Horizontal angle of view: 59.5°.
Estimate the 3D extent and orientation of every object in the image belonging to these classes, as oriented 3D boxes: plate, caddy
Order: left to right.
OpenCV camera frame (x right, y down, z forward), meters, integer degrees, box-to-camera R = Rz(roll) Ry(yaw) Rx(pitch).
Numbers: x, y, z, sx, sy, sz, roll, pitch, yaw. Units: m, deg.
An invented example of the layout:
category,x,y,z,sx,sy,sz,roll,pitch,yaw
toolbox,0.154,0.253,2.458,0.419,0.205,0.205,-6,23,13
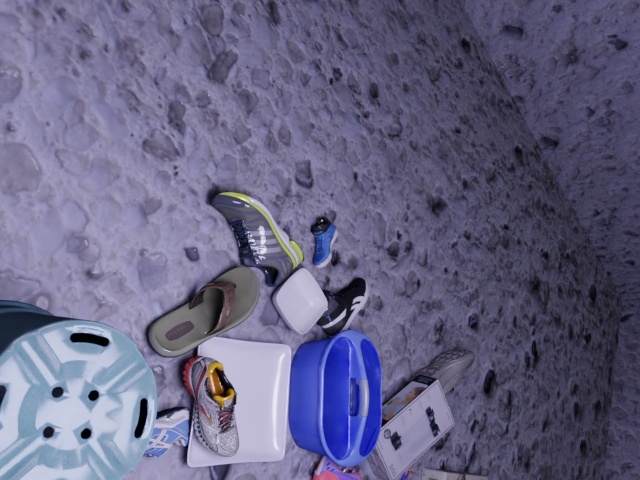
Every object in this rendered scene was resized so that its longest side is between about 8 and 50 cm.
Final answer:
category,x,y,z,sx,sy,sz,roll,pitch,yaw
plate,-0.190,0.375,1.312,0.277,0.045,0.278,16,71,-42
caddy,0.057,0.408,1.468,0.241,0.179,0.342,13,73,-43

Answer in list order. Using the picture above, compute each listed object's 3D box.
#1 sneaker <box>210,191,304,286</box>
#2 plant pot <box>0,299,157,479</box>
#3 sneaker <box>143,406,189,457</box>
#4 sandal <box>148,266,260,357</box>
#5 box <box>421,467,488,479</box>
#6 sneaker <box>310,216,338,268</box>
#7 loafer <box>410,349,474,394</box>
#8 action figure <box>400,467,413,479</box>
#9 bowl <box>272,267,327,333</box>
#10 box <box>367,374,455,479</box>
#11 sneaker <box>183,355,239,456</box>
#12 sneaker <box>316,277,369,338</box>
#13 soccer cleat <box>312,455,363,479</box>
category,x,y,z,sx,sy,sz,roll,pitch,yaw
sneaker,-0.162,-0.002,1.376,0.300,0.111,0.121,46,56,-28
plant pot,-0.445,0.255,0.860,0.341,0.334,0.342,10,76,-45
sneaker,-0.348,0.398,1.117,0.211,0.080,0.081,-6,83,-45
sandal,-0.241,0.153,1.243,0.120,0.086,0.302,44,47,10
box,0.446,0.824,1.853,0.275,0.094,0.113,23,66,-41
sneaker,-0.001,0.000,1.572,0.085,0.058,0.152,52,45,-34
loafer,0.419,0.462,1.894,0.319,0.112,0.112,-19,101,-39
action figure,0.251,0.748,1.714,0.115,0.030,0.038,-46,120,-39
bowl,-0.062,0.161,1.477,0.142,0.053,0.142,-46,112,-39
box,0.257,0.552,1.664,0.289,0.087,0.169,-31,104,-29
sneaker,-0.221,0.356,1.185,0.088,0.092,0.226,-26,102,-46
sneaker,0.058,0.161,1.589,0.121,0.079,0.217,52,50,-26
soccer cleat,0.098,0.684,1.513,0.318,0.108,0.117,39,52,-32
